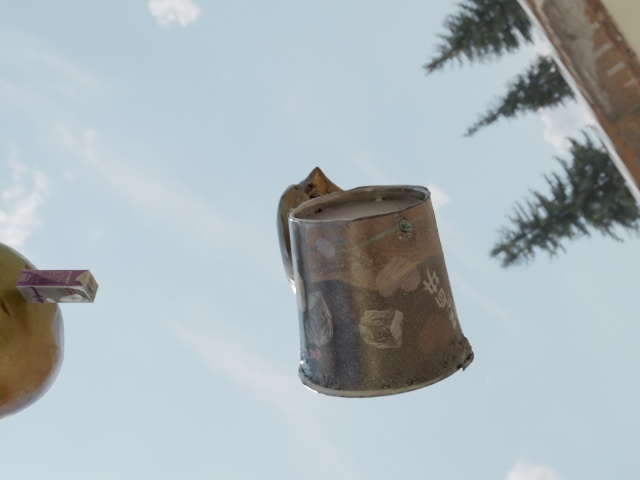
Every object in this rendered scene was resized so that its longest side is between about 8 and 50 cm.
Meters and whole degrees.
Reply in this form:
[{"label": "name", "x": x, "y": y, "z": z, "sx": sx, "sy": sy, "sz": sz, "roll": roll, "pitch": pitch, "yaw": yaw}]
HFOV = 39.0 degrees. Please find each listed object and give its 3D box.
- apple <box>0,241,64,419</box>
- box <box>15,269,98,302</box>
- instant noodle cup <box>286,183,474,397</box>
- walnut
[{"label": "apple", "x": -0.607, "y": 0.161, "z": 1.501, "sx": 0.305, "sy": 0.338, "sz": 0.338, "roll": 69, "pitch": -155, "yaw": -12}, {"label": "box", "x": -0.411, "y": 0.072, "z": 1.411, "sx": 0.050, "sy": 0.117, "sz": 0.036, "roll": 74, "pitch": -162, "yaw": -51}, {"label": "instant noodle cup", "x": 0.062, "y": 0.051, "z": 1.074, "sx": 0.217, "sy": 0.217, "sz": 0.207, "roll": -38, "pitch": -59, "yaw": -63}, {"label": "walnut", "x": 0.000, "y": 0.000, "z": 1.363, "sx": 0.137, "sy": 0.137, "sz": 0.245, "roll": -66, "pitch": -30, "yaw": -60}]
